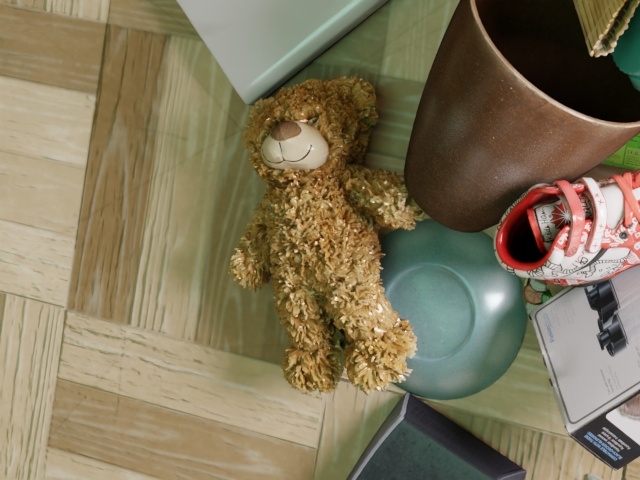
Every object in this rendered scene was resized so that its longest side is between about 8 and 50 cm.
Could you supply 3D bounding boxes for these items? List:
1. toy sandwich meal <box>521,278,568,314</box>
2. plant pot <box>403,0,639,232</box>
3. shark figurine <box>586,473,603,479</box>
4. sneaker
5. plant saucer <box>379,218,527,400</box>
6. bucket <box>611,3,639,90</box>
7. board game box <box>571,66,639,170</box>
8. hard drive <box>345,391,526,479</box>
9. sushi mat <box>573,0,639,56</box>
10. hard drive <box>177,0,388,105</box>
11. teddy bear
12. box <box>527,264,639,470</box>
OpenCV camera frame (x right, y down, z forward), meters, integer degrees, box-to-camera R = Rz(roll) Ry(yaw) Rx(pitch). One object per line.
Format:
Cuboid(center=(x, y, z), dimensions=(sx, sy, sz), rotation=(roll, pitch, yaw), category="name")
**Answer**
Cuboid(center=(0.244, 0.053, 1.760), dimensions=(0.085, 0.029, 0.086), rotation=(2, 96, 22), category="toy sandwich meal")
Cuboid(center=(0.179, -0.118, 1.653), dimensions=(0.215, 0.215, 0.230), rotation=(47, 132, 11), category="plant pot")
Cuboid(center=(0.221, 0.343, 1.755), dimensions=(0.278, 0.116, 0.166), rotation=(-18, 87, 21), category="shark figurine")
Cuboid(center=(0.287, -0.028, 1.579), dimensions=(0.270, 0.145, 0.090), rotation=(-26, 69, 35), category="sneaker")
Cuboid(center=(0.119, 0.075, 1.810), dimensions=(0.194, 0.037, 0.195), rotation=(2, 96, 21), category="plant saucer")
Cuboid(center=(0.384, -0.236, 1.518), dimensions=(0.183, 0.281, 0.281), rotation=(14, 102, -10), category="bucket")
Cuboid(center=(0.338, -0.111, 1.699), dimensions=(0.181, 0.043, 0.092), rotation=(12, 99, 20), category="board game box")
Cuboid(center=(0.089, 0.310, 1.834), dimensions=(0.172, 0.054, 0.255), rotation=(33, 106, 16), category="hard drive")
Cuboid(center=(0.270, -0.302, 1.584), dimensions=(0.019, 0.317, 0.151), rotation=(23, 121, -17), category="sushi mat")
Cuboid(center=(-0.010, -0.321, 1.821), dimensions=(0.318, 0.040, 0.210), rotation=(-37, 81, 21), category="hard drive")
Cuboid(center=(0.000, 0.000, 1.790), dimensions=(0.245, 0.113, 0.338), rotation=(15, 106, 44), category="teddy bear")
Cuboid(center=(0.352, 0.070, 1.641), dimensions=(0.290, 0.087, 0.169), rotation=(-36, 39, 20), category="box")
